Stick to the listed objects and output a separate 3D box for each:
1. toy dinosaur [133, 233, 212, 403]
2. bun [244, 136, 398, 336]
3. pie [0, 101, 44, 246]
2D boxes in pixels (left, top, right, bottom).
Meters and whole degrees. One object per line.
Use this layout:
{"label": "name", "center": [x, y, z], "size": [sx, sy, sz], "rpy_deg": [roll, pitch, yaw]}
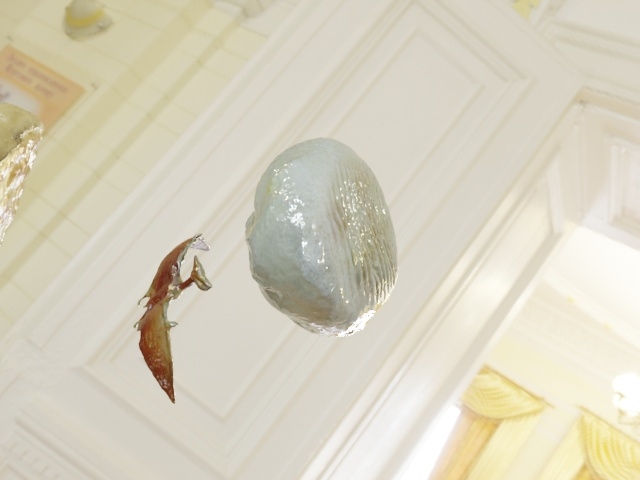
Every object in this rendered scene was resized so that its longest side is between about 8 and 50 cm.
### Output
{"label": "toy dinosaur", "center": [-0.254, 0.107, 1.252], "size": [0.113, 0.206, 0.327], "rpy_deg": [42, 8, -30]}
{"label": "bun", "center": [0.000, 0.000, 1.217], "size": [0.211, 0.362, 0.362], "rpy_deg": [-14, -44, 30]}
{"label": "pie", "center": [-0.288, -0.014, 0.517], "size": [0.084, 0.205, 0.179], "rpy_deg": [29, -35, -13]}
